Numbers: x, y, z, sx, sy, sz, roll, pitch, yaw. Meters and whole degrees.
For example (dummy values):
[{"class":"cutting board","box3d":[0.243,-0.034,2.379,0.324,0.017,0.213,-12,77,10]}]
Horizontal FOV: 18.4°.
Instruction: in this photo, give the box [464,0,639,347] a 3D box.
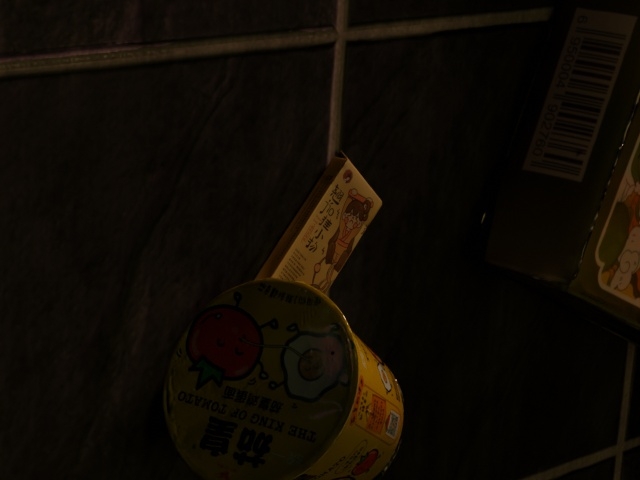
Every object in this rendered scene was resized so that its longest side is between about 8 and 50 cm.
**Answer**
[{"class":"box","box3d":[0.368,-0.084,2.029,0.420,0.138,0.373,25,84,-47]}]

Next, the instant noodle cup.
[{"class":"instant noodle cup","box3d":[-0.019,0.137,1.666,0.144,0.182,0.182,33,78,-57]}]

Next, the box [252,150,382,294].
[{"class":"box","box3d":[0.000,0.000,1.745,0.149,0.020,0.073,-58,136,-16]}]
